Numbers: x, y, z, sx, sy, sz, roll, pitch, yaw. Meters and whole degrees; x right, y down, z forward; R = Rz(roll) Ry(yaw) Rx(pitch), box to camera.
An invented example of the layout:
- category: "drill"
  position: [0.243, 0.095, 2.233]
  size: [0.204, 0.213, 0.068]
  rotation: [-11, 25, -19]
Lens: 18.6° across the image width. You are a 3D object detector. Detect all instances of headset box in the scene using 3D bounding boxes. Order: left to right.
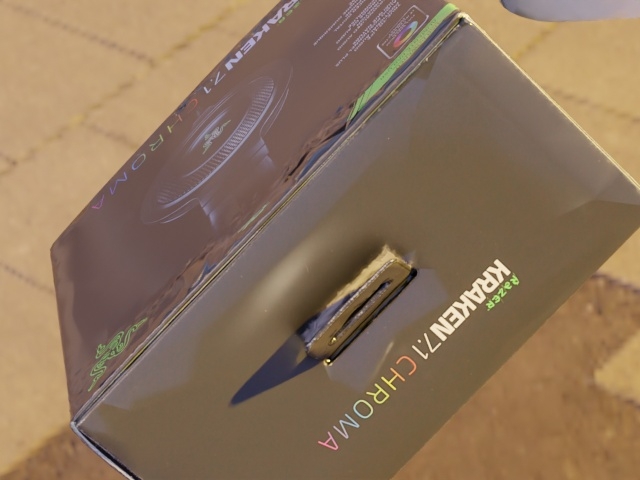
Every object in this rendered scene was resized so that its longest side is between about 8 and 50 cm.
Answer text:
- category: "headset box"
  position: [0.000, 0.000, 0.936]
  size: [0.246, 0.131, 0.283]
  rotation: [-46, 18, 6]

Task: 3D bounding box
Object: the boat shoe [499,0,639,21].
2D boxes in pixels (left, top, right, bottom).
- category: "boat shoe"
  position: [0.213, -0.175, 0.878]
  size: [0.301, 0.102, 0.108]
  rotation: [-4, 45, 20]
